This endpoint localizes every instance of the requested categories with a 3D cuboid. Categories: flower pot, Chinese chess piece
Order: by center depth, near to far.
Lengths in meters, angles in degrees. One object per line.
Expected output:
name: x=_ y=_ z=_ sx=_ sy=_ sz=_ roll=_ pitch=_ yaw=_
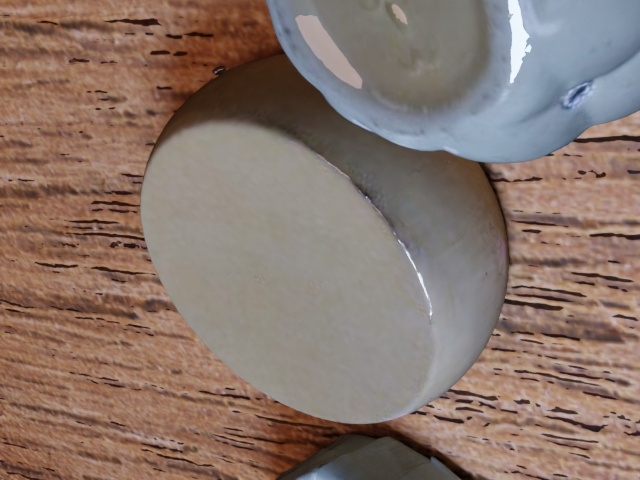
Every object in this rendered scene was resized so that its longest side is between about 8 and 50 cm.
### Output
flower pot: x=0.084 y=-0.158 z=0.759 sx=0.246 sy=0.195 sz=0.246 roll=23 pitch=135 yaw=25
Chinese chess piece: x=0.000 y=0.000 z=1.039 sx=0.273 sy=0.102 sz=0.273 roll=23 pitch=135 yaw=25

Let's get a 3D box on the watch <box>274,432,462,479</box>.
watch: x=0.061 y=0.271 z=1.190 sx=0.253 sy=0.162 sz=0.241 roll=-8 pitch=103 yaw=42
